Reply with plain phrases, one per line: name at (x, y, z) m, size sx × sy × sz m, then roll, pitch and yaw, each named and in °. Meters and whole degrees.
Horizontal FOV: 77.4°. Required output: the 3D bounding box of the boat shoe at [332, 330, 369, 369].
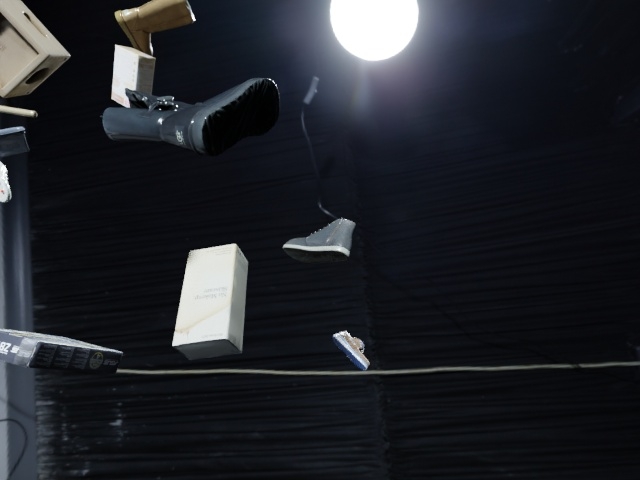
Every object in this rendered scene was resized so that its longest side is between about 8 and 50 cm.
boat shoe at (0.119, 0.378, 1.409) m, size 0.183 × 0.066 × 0.066 m, roll 39°, pitch -31°, yaw 43°

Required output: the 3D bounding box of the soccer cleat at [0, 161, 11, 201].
soccer cleat at (-1.062, -0.211, 1.317) m, size 0.196 × 0.068 × 0.076 m, roll 55°, pitch 16°, yaw 6°

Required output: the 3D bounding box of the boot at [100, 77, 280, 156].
boot at (-0.211, -0.223, 0.681) m, size 0.246 × 0.208 × 0.094 m, roll -52°, pitch 149°, yaw -47°

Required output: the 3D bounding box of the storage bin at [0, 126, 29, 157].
storage bin at (-1.234, -0.387, 1.576) m, size 0.135 × 0.098 × 0.090 m, roll -26°, pitch 128°, yaw -36°

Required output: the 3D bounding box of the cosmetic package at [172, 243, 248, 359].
cosmetic package at (-0.310, 0.173, 1.164) m, size 0.113 × 0.161 × 0.309 m, roll 71°, pitch 11°, yaw -51°

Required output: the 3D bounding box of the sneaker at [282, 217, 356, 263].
sneaker at (0.000, 0.000, 1.188) m, size 0.083 × 0.222 × 0.118 m, roll 57°, pitch 44°, yaw -45°

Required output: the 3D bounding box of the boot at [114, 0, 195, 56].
boot at (-0.633, -0.851, 1.598) m, size 0.236 × 0.270 × 0.089 m, roll 73°, pitch 0°, yaw -75°

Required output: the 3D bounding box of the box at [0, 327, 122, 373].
box at (-0.980, 0.394, 1.438) m, size 0.395 × 0.319 × 0.097 m, roll 57°, pitch 41°, yaw -66°

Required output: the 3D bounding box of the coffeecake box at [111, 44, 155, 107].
coffeecake box at (-0.654, -0.562, 1.392) m, size 0.068 × 0.143 × 0.185 m, roll -18°, pitch 133°, yaw -53°

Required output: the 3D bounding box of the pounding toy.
pounding toy at (-0.594, -0.321, 0.765) m, size 0.181 × 0.206 × 0.094 m, roll 51°, pitch 12°, yaw -22°
